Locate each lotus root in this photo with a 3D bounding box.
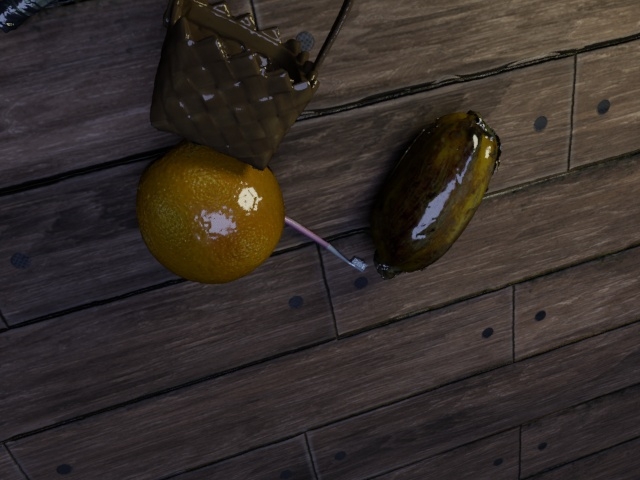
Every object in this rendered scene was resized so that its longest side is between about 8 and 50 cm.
[{"bbox_3d":[0.238,-0.088,1.089,0.195,0.179,0.398,27,105,-23],"label":"lotus root"}]

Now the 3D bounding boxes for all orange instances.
[{"bbox_3d":[-0.201,-0.055,0.935,0.274,0.274,0.274,-6,117,-13],"label":"orange"}]

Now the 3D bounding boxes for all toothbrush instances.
[{"bbox_3d":[0.000,0.000,1.158,0.286,0.020,0.025,32,95,-27],"label":"toothbrush"}]

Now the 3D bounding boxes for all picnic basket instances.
[{"bbox_3d":[-0.119,-0.316,0.811,0.254,0.291,0.321,18,122,-22],"label":"picnic basket"}]

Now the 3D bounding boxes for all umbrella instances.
[{"bbox_3d":[-0.444,-0.403,0.820,0.188,0.050,0.046,-34,99,3],"label":"umbrella"}]
